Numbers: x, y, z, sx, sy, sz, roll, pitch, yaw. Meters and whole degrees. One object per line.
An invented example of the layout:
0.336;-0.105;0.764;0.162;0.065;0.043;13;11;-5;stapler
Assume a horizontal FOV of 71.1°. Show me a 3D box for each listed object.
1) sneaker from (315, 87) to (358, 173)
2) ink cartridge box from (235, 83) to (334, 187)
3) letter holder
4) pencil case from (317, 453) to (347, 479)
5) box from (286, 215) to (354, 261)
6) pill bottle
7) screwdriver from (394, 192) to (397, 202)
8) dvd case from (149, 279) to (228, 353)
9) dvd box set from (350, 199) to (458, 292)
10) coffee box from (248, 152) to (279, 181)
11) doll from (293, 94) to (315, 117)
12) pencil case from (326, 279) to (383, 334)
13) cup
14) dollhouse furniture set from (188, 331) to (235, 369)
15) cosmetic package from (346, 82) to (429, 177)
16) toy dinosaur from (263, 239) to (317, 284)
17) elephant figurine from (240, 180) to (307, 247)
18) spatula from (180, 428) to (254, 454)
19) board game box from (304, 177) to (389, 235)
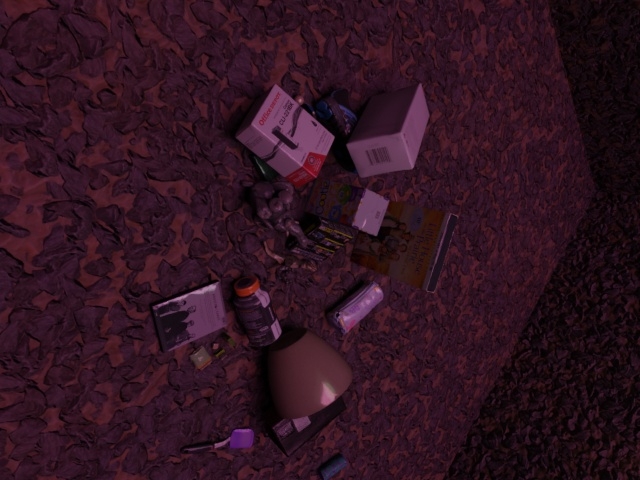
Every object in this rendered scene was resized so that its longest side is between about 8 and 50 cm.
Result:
0.108;-0.409;1.705;0.139;0.125;0.340;-46;130;-26;sneaker
-0.112;-0.339;1.467;0.273;0.114;0.197;37;58;-24;ink cartridge box
-0.088;0.684;1.831;0.302;0.214;0.152;-31;107;-25;letter holder
0.060;1.099;2.160;0.152;0.064;0.070;-21;100;-34;pencil case
0.000;0.000;1.716;0.191;0.045;0.184;20;128;-43;box
-0.232;0.248;1.610;0.130;0.130;0.245;-32;122;-29;pill bottle
0.361;-0.139;2.066;0.024;0.025;0.169;-30;121;-31;screwdriver
-0.435;0.253;1.507;0.239;0.030;0.179;-20;115;-35;dvd case
0.320;0.002;1.810;0.062;0.420;0.307;14;95;-42;dvd box set
-0.151;-0.298;1.571;0.184;0.040;0.113;-43;125;-22;coffee box
-0.053;-0.428;1.607;0.129;0.046;0.189;-50;130;-47;doll
0.151;0.288;1.958;0.273;0.113;0.124;-35;132;-28;pencil case
-0.072;0.479;1.726;0.331;0.331;0.236;-31;100;-30;cup
-0.378;0.395;1.579;0.152;0.059;0.076;-38;124;-26;dollhouse furniture set
0.264;-0.418;1.681;0.156;0.217;0.385;63;38;-33;cosmetic package
-0.130;0.098;1.699;0.268;0.064;0.118;26;70;-41;toy dinosaur
-0.156;-0.090;1.568;0.170;0.186;0.239;-15;147;0;elephant figurine
-0.388;0.773;1.705;0.297;0.030;0.084;8;97;-41;spatula
0.092;-0.129;1.672;0.142;0.275;0.144;18;91;-42;board game box
